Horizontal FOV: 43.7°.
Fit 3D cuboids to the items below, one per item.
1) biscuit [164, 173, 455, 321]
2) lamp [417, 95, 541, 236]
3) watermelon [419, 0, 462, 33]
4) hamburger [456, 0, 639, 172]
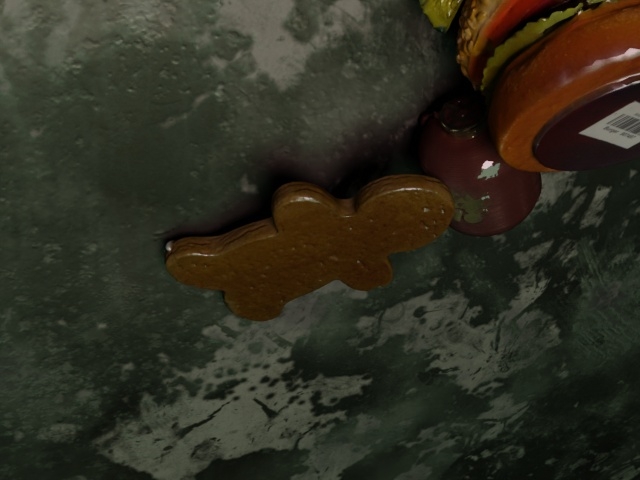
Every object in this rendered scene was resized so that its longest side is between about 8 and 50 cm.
[{"bbox_3d":[0.000,-0.001,1.213,0.432,0.064,0.283,-24,140,23],"label":"biscuit"},{"bbox_3d":[0.238,-0.110,1.210,0.180,0.180,0.258,-27,138,2],"label":"lamp"},{"bbox_3d":[0.195,-0.397,0.934,0.123,0.129,0.301,2,145,-21],"label":"watermelon"},{"bbox_3d":[0.339,-0.248,0.997,0.330,0.250,0.330,-10,159,-4],"label":"hamburger"}]
